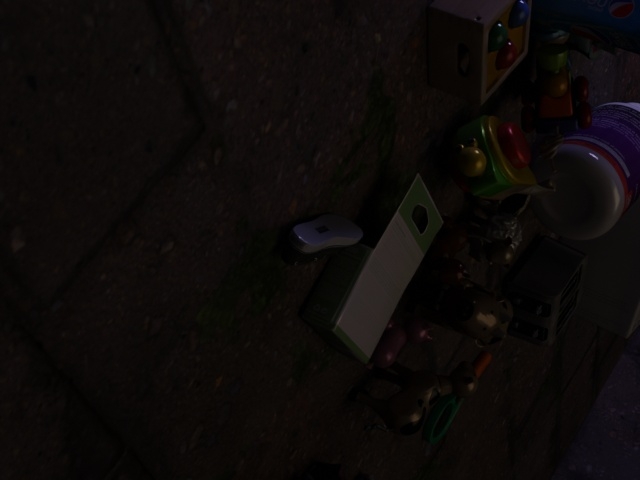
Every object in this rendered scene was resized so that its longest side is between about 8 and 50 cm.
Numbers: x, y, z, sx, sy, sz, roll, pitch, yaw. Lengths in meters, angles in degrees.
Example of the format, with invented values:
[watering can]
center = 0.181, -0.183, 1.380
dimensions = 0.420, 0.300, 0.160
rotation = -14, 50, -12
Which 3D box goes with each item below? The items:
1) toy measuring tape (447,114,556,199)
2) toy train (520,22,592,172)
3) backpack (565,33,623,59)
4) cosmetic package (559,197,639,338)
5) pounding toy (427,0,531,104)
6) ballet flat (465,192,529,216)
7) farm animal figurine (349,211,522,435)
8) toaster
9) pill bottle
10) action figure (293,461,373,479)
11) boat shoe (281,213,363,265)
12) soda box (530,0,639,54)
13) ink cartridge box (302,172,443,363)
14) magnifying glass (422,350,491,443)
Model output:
[toy measuring tape]
center = 0.274, -0.123, 1.530
dimensions = 0.330, 0.121, 0.121
rotation = -1, 114, -60
[toy train]
center = 0.349, -0.226, 1.522
dimensions = 0.248, 0.105, 0.143
rotation = -75, 158, -53
[backpack]
center = 0.451, -0.394, 1.597
dimensions = 0.166, 0.144, 0.188
rotation = -44, 144, -26
[cosmetic package]
center = 0.642, -0.014, 2.192
dimensions = 0.156, 0.217, 0.385
rotation = -28, 138, -50
[pounding toy]
center = 0.235, -0.274, 1.353
dimensions = 0.206, 0.094, 0.181
rotation = -47, 149, -30
[ballet flat]
center = 0.308, -0.073, 1.700
dimensions = 0.250, 0.058, 0.084
rotation = 16, 99, -63
[farm animal figurine]
center = 0.211, 0.130, 1.568
dimensions = 0.326, 0.172, 0.331
rotation = -12, 123, -58
[toaster]
center = 0.451, 0.098, 2.051
dimensions = 0.186, 0.110, 0.168
rotation = -47, 149, -32
[pill bottle]
center = 0.526, -0.143, 1.900
dimensions = 0.323, 0.181, 0.182
rotation = -37, 142, -43
[action figure]
center = 0.086, 0.485, 1.565
dimensions = 0.370, 0.275, 0.248
rotation = 49, 62, -47
[boat shoe]
center = 0.000, 0.000, 1.222
dimensions = 0.142, 0.049, 0.040
rotation = -11, 141, -57
[soda box]
center = 0.401, -0.333, 1.475
dimensions = 0.071, 0.210, 0.067
rotation = -63, 154, -4
[ink cartridge box]
center = 0.075, 0.035, 1.373
dimensions = 0.235, 0.056, 0.171
rotation = -62, 154, -12
[magnifying glass]
center = 0.266, 0.302, 1.990
dimensions = 0.231, 0.026, 0.092
rotation = -45, 147, -31
